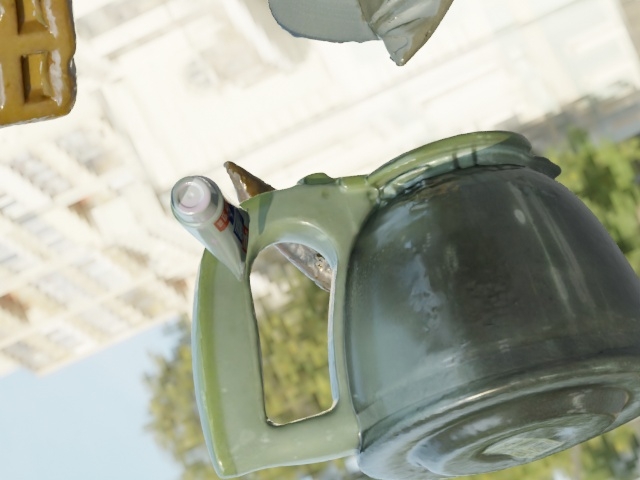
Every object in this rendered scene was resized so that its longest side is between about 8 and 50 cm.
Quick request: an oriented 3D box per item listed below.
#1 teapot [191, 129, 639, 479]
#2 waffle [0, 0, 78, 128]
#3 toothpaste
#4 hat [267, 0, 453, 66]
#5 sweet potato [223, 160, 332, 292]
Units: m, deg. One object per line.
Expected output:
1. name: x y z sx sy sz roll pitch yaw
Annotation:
1. teapot: 0.080 0.056 1.357 0.239 0.322 0.239 36 -145 -64
2. waffle: -0.290 -0.228 1.318 0.098 0.224 0.327 -123 28 -48
3. toothpaste: -0.066 -0.012 1.178 0.218 0.033 0.052 55 -140 -80
4. hat: 0.042 -0.180 1.149 0.147 0.175 0.085 -41 -49 -42
5. sweet potato: 0.000 0.000 1.510 0.206 0.068 0.060 35 156 -9
